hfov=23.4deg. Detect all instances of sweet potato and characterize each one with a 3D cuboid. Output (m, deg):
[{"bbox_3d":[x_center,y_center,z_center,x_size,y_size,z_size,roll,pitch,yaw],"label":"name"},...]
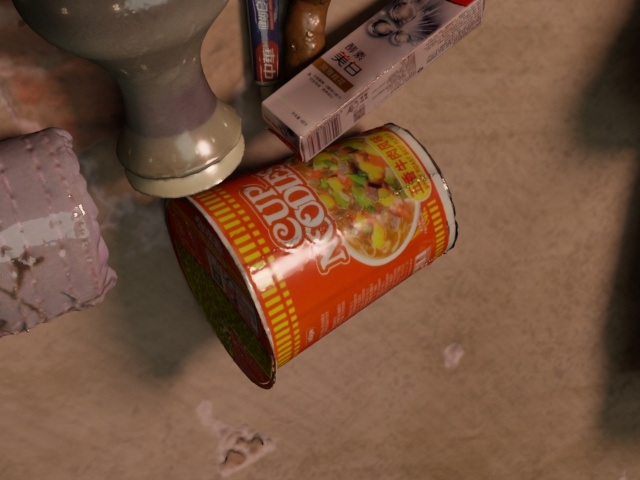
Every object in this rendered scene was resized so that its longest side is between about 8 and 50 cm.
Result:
[{"bbox_3d":[-0.001,-0.237,1.292,0.075,0.075,0.269,1,128,-24],"label":"sweet potato"}]

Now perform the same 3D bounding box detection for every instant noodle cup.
[{"bbox_3d":[0.000,0.000,1.355,0.212,0.193,0.193,-27,123,-19],"label":"instant noodle cup"}]

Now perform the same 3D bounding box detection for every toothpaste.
[{"bbox_3d":[-0.049,-0.186,1.325,0.037,0.021,0.140,-12,116,-20],"label":"toothpaste"}]

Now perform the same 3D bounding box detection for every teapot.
[{"bbox_3d":[-0.134,-0.160,1.219,0.183,0.183,0.251,-24,132,-11],"label":"teapot"}]

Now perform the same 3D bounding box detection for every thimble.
[{"bbox_3d":[-0.240,-0.009,1.262,0.118,0.127,0.151,-18,125,-14],"label":"thimble"}]

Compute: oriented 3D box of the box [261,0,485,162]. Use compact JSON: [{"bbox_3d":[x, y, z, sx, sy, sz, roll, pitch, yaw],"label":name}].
[{"bbox_3d":[0.048,-0.155,1.331,0.218,0.055,0.039,-40,154,-18],"label":"box"}]
